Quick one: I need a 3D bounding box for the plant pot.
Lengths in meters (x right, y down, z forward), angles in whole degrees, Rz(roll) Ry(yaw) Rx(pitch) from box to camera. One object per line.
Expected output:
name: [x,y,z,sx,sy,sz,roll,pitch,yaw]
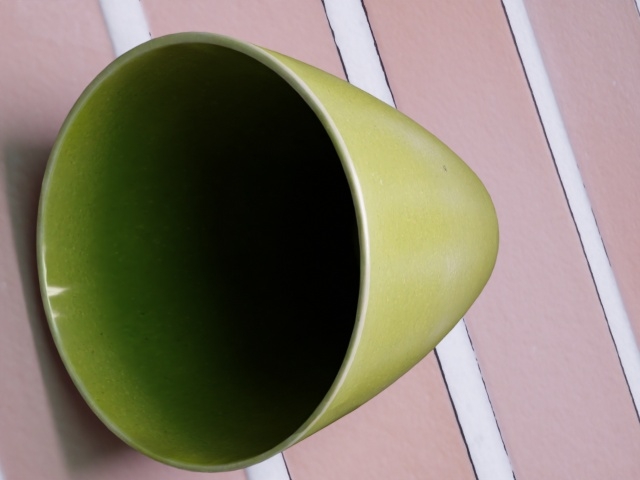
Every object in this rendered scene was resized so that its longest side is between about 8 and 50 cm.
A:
plant pot: [0.000,0.000,0.898,0.293,0.274,0.275,-6,80,-54]
